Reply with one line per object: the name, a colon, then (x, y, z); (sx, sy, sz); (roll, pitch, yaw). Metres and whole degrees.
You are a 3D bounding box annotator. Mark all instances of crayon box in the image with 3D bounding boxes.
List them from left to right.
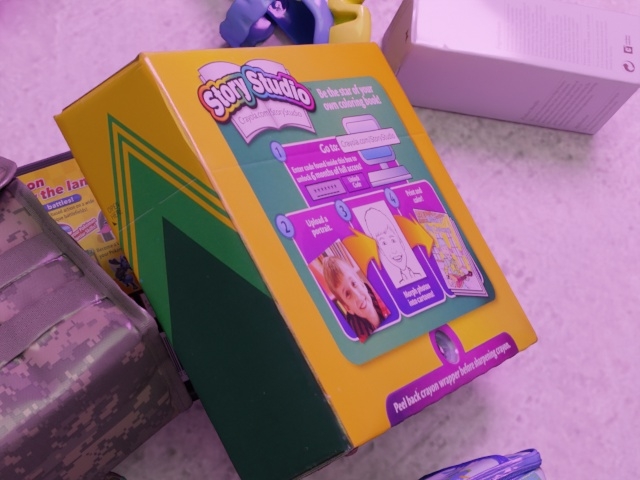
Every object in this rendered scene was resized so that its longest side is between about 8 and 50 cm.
crayon box: (0.000, 0.000, 1.105); (0.363, 0.106, 0.313); (-16, 75, -60)

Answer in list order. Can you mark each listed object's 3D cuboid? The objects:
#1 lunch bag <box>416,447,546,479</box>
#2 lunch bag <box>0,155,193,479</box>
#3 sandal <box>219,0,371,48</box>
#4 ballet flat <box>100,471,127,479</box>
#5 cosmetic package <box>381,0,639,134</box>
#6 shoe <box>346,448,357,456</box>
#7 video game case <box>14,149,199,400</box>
lunch bag: (0.087, 0.236, 1.089); (0.176, 0.219, 0.090); (-21, 81, -20)
lunch bag: (-0.278, 0.074, 1.050); (0.235, 0.169, 0.287); (-39, 60, -15)
sandal: (-0.038, -0.295, 1.332); (0.138, 0.126, 0.317); (-4, 68, -11)
ballet flat: (-0.241, 0.249, 1.079); (0.221, 0.079, 0.077); (-35, 81, -23)
cosmetic package: (0.183, -0.177, 1.339); (0.231, 0.117, 0.085); (10, 66, -11)
shoe: (-0.021, 0.114, 1.172); (0.081, 0.063, 0.178); (-19, 105, -25)
video game case: (-0.225, 0.052, 1.189); (0.275, 0.035, 0.248); (-21, 75, -20)
